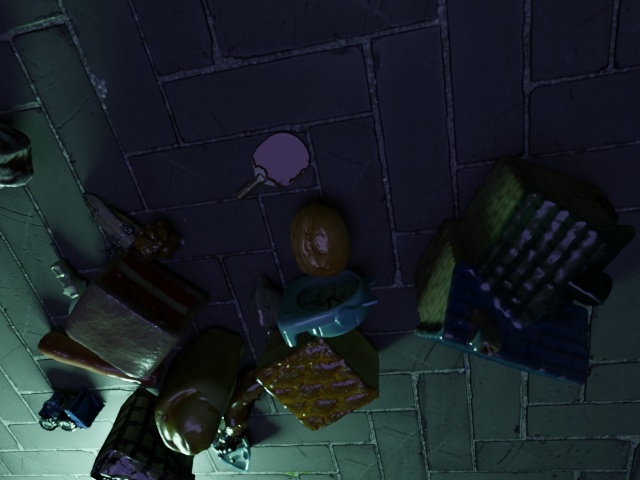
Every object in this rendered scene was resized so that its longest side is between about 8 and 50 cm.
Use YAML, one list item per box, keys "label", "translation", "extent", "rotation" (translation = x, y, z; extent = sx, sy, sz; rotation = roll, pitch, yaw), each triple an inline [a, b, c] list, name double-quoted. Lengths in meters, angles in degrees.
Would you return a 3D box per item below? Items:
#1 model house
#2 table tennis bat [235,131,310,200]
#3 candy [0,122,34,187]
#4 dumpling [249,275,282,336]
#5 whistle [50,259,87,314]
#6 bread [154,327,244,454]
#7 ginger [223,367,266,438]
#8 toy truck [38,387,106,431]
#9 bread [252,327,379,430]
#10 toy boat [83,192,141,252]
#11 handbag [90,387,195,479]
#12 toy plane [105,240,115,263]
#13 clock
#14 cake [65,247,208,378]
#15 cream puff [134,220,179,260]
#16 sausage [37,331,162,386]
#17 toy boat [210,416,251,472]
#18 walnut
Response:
- label: "model house"
  translation: [0.470, 0.101, 1.035]
  extent: [0.396, 0.400, 0.445]
  rotation: [23, 119, -2]
- label: "table tennis bat"
  translation: [-0.130, -0.178, 1.180]
  extent: [0.234, 0.022, 0.131]
  rotation: [-37, 109, 23]
- label: "candy"
  translation: [-0.878, -0.226, 1.151]
  extent: [0.290, 0.214, 0.157]
  rotation: [13, 117, -1]
- label: "dumpling"
  translation: [-0.153, 0.199, 1.334]
  extent: [0.108, 0.127, 0.187]
  rotation: [-6, 115, -3]
- label: "whistle"
  translation: [-0.750, 0.175, 1.446]
  extent: [0.126, 0.067, 0.257]
  rotation: [-26, 109, 7]
- label: "bread"
  translation: [-0.387, 0.471, 1.401]
  extent: [0.211, 0.341, 0.300]
  rotation: [21, 125, -12]
- label: "ginger"
  translation: [-0.251, 0.528, 1.545]
  extent: [0.133, 0.107, 0.309]
  rotation: [32, 114, 11]
- label: "toy truck"
  translation: [-0.920, 0.619, 1.692]
  extent: [0.209, 0.113, 0.126]
  rotation: [-2, 117, 9]
- label: "bread"
  translation: [0.000, 0.368, 1.361]
  extent: [0.279, 0.207, 0.279]
  rotation: [-37, 107, 23]
- label: "toy boat"
  translation: [-0.591, -0.059, 1.295]
  extent: [0.084, 0.066, 0.210]
  rotation: [-43, 94, 14]
- label: "handbag"
  translation: [-0.560, 0.706, 1.563]
  extent: [0.327, 0.325, 0.162]
  rotation: [39, 99, -16]
- label: "toy plane"
  translation: [-0.611, 0.034, 1.335]
  extent: [0.024, 0.084, 0.077]
  rotation: [15, 95, -23]
- label: "clock"
  translation: [0.027, 0.170, 1.235]
  extent: [0.275, 0.223, 0.094]
  rotation: [-12, 117, 14]
- label: "cake"
  translation: [-0.532, 0.206, 1.335]
  extent: [0.309, 0.237, 0.230]
  rotation: [34, 115, -9]
- label: "cream puff"
  translation: [-0.452, 0.006, 1.279]
  extent: [0.116, 0.122, 0.094]
  rotation: [-42, 67, 4]
- label: "sausage"
  translation: [-0.739, 0.403, 1.557]
  extent: [0.420, 0.094, 0.094]
  rotation: [16, 135, -1]
- label: "toy boat"
  translation: [-0.353, 0.711, 1.647]
  extent: [0.145, 0.133, 0.331]
  rotation: [-24, 113, 19]
- label: "walnut"
  translation: [0.000, 0.000, 1.186]
  extent: [0.159, 0.159, 0.206]
  rotation: [-10, 110, 14]
